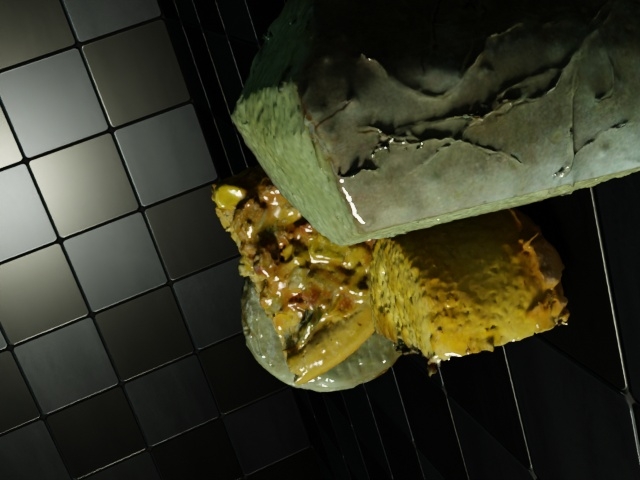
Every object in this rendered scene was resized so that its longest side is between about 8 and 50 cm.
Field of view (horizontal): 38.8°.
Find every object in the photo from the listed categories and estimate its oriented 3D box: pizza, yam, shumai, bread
[{"bbox_3d":[0.034,-0.004,1.055,0.258,0.268,0.087,64,180,-1],"label":"pizza"},{"bbox_3d":[0.085,-0.101,0.648,0.201,0.271,0.202,69,162,1],"label":"yam"},{"bbox_3d":[0.020,0.078,1.202,0.203,0.272,0.222,140,110,-77],"label":"shumai"},{"bbox_3d":[0.135,0.030,0.921,0.260,0.160,0.147,-157,52,-81],"label":"bread"}]
